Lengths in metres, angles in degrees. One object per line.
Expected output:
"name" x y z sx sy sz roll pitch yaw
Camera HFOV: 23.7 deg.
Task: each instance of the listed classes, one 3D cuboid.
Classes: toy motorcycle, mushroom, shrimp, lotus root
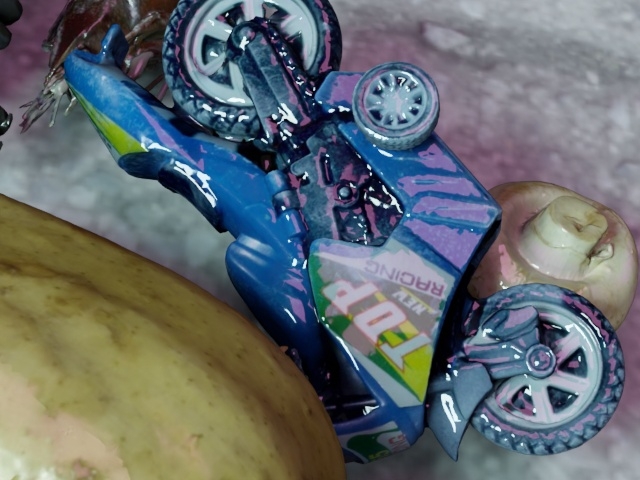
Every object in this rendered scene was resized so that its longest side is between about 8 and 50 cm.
"toy motorcycle" 0.000 0.000 0.610 0.135 0.092 0.254 -38 75 -6
"mushroom" 0.099 0.009 0.664 0.083 0.067 0.083 11 47 -12
"shrimp" -0.088 -0.094 0.698 0.056 0.065 0.165 12 50 36
"lotus root" -0.102 0.070 0.512 0.284 0.146 0.160 29 43 7

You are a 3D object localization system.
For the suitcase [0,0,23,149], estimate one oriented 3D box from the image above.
"suitcase" -0.223 -0.143 0.644 0.235 0.143 0.194 16 53 -4
